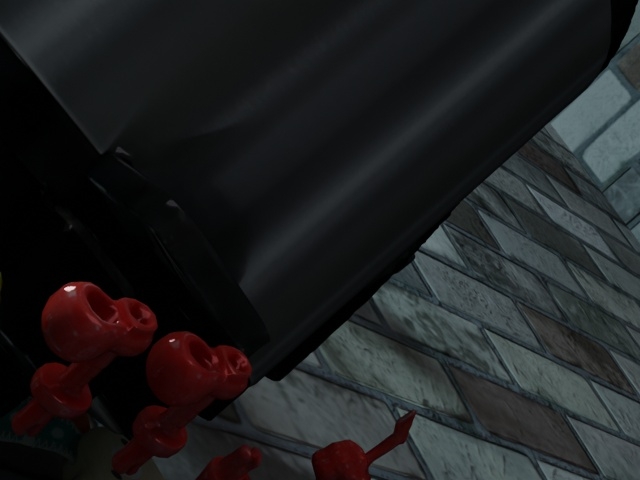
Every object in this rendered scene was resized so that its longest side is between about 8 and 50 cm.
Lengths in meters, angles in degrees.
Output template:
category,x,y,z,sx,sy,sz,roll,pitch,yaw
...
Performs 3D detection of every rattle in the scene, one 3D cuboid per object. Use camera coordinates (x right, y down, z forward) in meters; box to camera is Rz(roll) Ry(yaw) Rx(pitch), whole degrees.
category,x,y,z,sx,sy,sz,roll,pitch,yaw
rattle,-0.082,0.120,0.776,0.130,0.143,0.199,0,53,-41

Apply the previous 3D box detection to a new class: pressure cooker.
category,x,y,z,sx,sy,sz,roll,pitch,yaw
pressure cooker,-0.106,-0.107,0.744,0.375,0.420,0.370,48,-12,5

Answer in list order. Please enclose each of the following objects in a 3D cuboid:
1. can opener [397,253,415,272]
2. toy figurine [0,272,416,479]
category,x,y,z,sx,sy,sz,roll,pitch,yaw
can opener,0.000,0.000,1.338,0.186,0.073,0.059,17,41,-41
toy figurine,-0.097,0.152,0.468,0.363,0.191,0.217,26,31,-44
